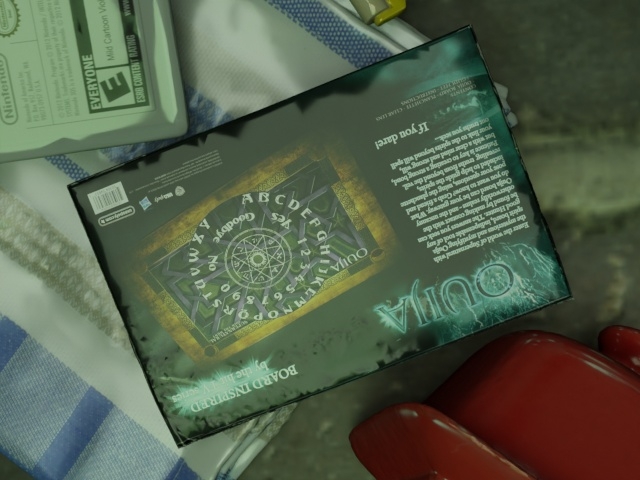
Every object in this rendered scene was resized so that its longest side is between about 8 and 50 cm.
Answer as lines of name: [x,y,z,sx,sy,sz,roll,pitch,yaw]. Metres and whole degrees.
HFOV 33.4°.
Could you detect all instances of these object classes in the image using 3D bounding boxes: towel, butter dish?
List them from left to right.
towel: [-0.072,-0.010,0.503,0.209,0.034,0.285,37,95,4]
butter dish: [0.108,0.088,0.447,0.160,0.160,0.118,36,72,3]

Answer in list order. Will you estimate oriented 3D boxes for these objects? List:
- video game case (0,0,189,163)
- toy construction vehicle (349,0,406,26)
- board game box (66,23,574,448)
video game case: [-0.171,-0.138,0.425,0.206,0.026,0.227,-9,110,-7]
toy construction vehicle: [0.038,-0.138,0.480,0.098,0.035,0.086,-35,85,-20]
board game box: [0.000,0.000,0.463,0.186,0.026,0.126,-21,94,4]
